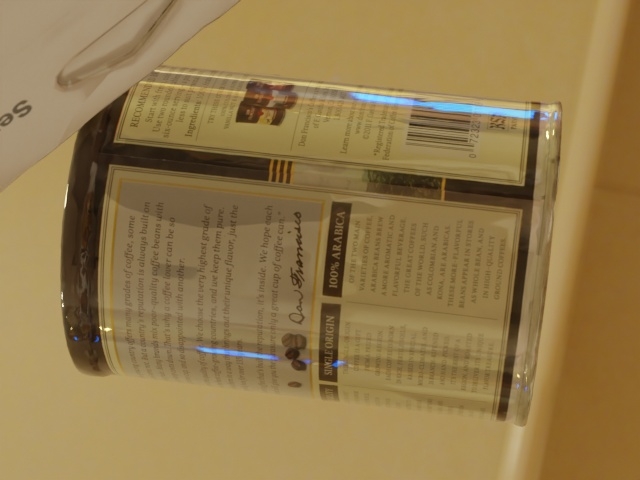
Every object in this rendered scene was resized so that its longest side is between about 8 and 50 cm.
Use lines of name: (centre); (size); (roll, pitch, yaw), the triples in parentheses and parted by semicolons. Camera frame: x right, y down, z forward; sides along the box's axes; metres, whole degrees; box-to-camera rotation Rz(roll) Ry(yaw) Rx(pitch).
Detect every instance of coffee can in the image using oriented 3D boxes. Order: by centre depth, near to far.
coffee can: (0.000, 0.000, 0.974); (0.201, 0.275, 0.201); (7, -90, -84)

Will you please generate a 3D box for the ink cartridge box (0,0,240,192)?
ink cartridge box: (-0.162, -0.180, 0.638); (0.201, 0.278, 0.117); (-40, -27, -3)
